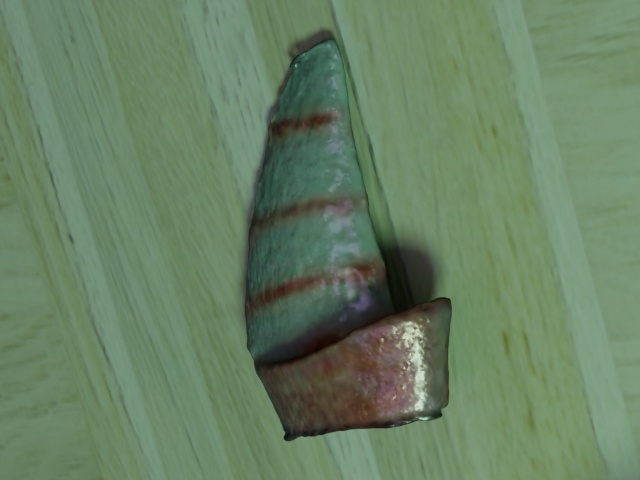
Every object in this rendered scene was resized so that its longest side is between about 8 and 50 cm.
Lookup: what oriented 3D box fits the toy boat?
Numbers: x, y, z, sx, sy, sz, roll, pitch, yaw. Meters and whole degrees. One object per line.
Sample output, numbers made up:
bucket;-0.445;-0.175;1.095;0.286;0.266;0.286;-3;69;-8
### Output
toy boat;0.000;0.000;1.069;0.206;0.096;0.282;-13;88;48
